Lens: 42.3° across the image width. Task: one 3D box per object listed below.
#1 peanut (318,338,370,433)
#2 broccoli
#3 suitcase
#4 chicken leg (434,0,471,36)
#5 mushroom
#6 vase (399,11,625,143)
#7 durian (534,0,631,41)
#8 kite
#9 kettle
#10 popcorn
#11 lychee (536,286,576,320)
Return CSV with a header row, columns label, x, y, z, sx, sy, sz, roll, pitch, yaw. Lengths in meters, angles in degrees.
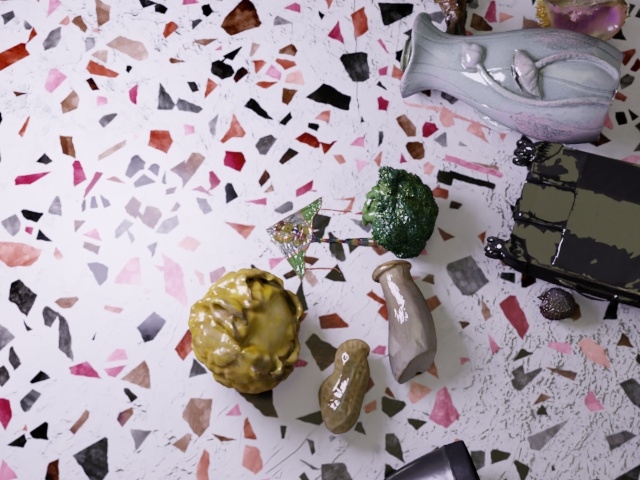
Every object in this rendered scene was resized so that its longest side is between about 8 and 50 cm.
label,x,y,z,sx,sy,sz,roll,pitch,yaw
peanut,0.050,0.291,1.657,0.093,0.083,0.194,-1,67,39
broccoli,0.159,-0.056,1.701,0.156,0.195,0.195,13,76,26
suitcase,0.567,-0.018,1.638,0.433,0.194,0.283,16,81,15
chicken leg,0.298,-0.539,1.862,0.125,0.080,0.196,-24,83,7
mushroom,0.177,0.161,1.677,0.096,0.108,0.247,-2,75,-37
vase,0.388,-0.345,1.725,0.445,0.250,0.250,15,77,13
durian,0.558,-0.486,1.804,0.182,0.132,0.165,-36,88,-18
kite,0.000,0.000,1.769,0.244,0.006,0.198,8,76,5
kettle,0.186,0.528,1.556,0.271,0.251,0.207,-21,45,5
popcorn,-0.147,0.173,1.628,0.250,0.190,0.250,13,60,-25
lychee,0.481,0.130,1.687,0.083,0.068,0.067,11,118,2
